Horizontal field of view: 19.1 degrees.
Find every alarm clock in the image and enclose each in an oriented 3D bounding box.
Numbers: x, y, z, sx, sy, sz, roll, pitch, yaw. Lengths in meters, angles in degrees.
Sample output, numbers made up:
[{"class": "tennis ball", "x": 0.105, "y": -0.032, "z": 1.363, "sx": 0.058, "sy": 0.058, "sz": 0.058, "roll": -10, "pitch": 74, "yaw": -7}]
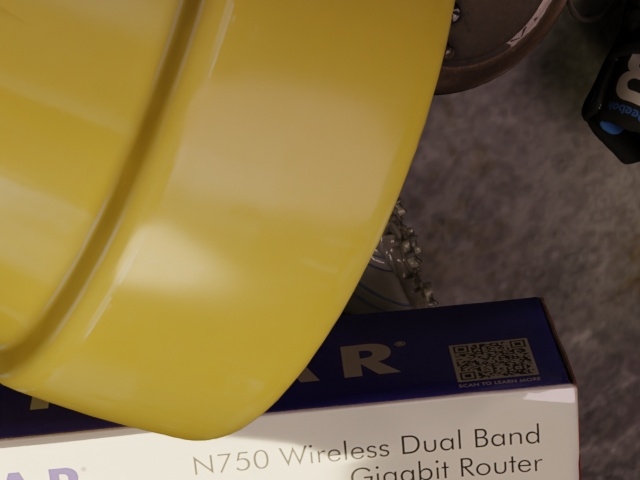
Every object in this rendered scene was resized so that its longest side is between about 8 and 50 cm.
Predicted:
[{"class": "alarm clock", "x": 0.071, "y": -0.128, "z": 0.851, "sx": 0.192, "sy": 0.064, "sz": 0.129, "roll": 5, "pitch": 112, "yaw": -36}]

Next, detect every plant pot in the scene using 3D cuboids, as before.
[{"class": "plant pot", "x": -0.114, "y": -0.081, "z": 0.661, "sx": 0.239, "sy": 0.254, "sz": 0.254, "roll": 19, "pitch": 104, "yaw": -20}]

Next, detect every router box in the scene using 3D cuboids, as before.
[{"class": "router box", "x": -0.057, "y": 0.189, "z": 0.819, "sx": 0.335, "sy": 0.082, "sz": 0.301, "roll": -6, "pitch": 115, "yaw": -1}]

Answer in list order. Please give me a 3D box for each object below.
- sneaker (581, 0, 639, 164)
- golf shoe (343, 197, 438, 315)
[{"class": "sneaker", "x": 0.167, "y": -0.110, "z": 0.862, "sx": 0.121, "sy": 0.079, "sz": 0.217, "roll": -53, "pitch": 147, "yaw": -26}, {"class": "golf shoe", "x": 0.000, "y": 0.000, "z": 0.885, "sx": 0.086, "sy": 0.069, "sz": 0.176, "roll": -23, "pitch": 124, "yaw": 5}]
